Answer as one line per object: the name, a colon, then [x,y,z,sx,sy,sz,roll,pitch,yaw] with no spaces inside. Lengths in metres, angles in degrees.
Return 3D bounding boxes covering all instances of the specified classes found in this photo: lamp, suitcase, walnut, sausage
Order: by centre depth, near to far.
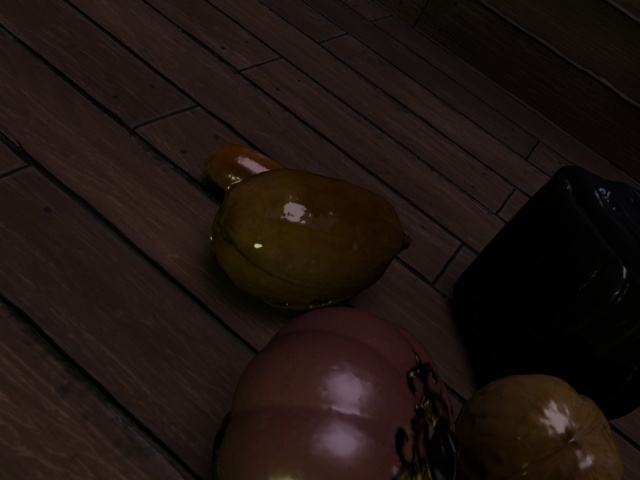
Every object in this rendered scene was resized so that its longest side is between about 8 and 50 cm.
lamp: [0.011,0.222,0.624,0.305,0.239,0.305,27,58,-57]
walnut: [0.265,0.267,0.760,0.195,0.222,0.195,4,65,-8]
walnut: [0.000,0.000,0.897,0.336,0.209,0.209,4,45,-29]
suitcase: [0.386,0.100,0.926,0.188,0.345,0.339,17,39,-26]
sausage: [-0.083,-0.087,1.025,0.238,0.098,0.098,30,38,-3]
